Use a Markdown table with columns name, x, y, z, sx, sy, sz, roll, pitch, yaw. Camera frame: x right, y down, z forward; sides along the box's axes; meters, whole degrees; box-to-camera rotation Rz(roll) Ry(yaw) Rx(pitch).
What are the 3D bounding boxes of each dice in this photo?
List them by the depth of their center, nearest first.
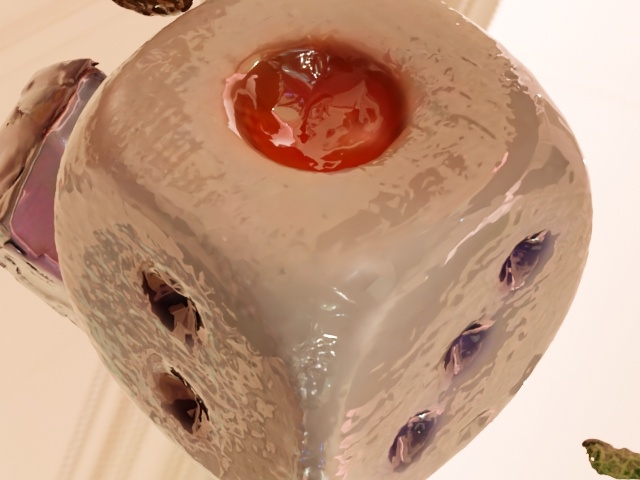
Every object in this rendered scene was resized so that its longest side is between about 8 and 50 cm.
| name | x | y | z | sx | sy | sz | roll | pitch | yaw |
| --- | --- | --- | --- | --- | --- | --- | --- | --- | --- |
| dice | 0.000 | 0.000 | 0.906 | 0.194 | 0.193 | 0.192 | 37 | -33 | 26 |

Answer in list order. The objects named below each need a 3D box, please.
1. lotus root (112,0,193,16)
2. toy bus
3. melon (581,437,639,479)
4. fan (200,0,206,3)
| name | x | y | z | sx | sy | sz | roll | pitch | yaw |
| --- | --- | --- | --- | --- | --- | --- | --- | --- | --- |
| lotus root | -0.085 | -0.231 | 0.934 | 0.110 | 0.097 | 0.258 | 3 | -107 | -1 |
| toy bus | -0.076 | 0.030 | 1.191 | 0.317 | 0.138 | 0.112 | 40 | -21 | -22 |
| melon | 0.285 | 0.205 | 1.327 | 0.262 | 0.053 | 0.114 | 38 | -10 | -17 |
| fan | -0.026 | -0.288 | 1.217 | 0.012 | 0.223 | 0.294 | 18 | -45 | -8 |
